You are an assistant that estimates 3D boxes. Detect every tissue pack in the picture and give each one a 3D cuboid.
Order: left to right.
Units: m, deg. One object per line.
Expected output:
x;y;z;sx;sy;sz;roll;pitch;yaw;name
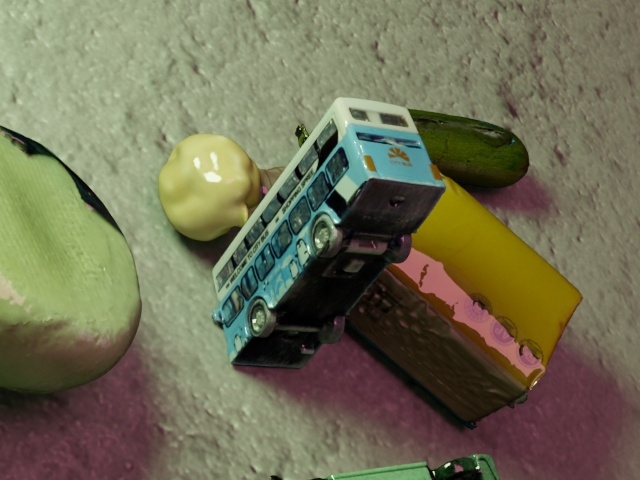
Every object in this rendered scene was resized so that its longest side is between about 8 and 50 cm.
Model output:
0.132;0.045;1.919;0.271;0.134;0.192;41;44;-4;tissue pack

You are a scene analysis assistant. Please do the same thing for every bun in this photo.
-0.303;0.032;1.608;0.283;0.179;0.283;39;27;-24;bun

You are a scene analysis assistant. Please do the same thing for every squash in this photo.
0.106;-0.109;2.049;0.331;0.087;0.087;2;59;-33;squash

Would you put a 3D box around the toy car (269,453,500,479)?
0.055;0.289;1.716;0.321;0.097;0.141;-3;61;-36;toy car

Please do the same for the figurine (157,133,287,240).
-0.085;-0.051;1.876;0.196;0.108;0.114;11;62;-51;figurine

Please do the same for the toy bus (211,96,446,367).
0.000;0.000;1.749;0.106;0.297;0.131;6;50;-32;toy bus
